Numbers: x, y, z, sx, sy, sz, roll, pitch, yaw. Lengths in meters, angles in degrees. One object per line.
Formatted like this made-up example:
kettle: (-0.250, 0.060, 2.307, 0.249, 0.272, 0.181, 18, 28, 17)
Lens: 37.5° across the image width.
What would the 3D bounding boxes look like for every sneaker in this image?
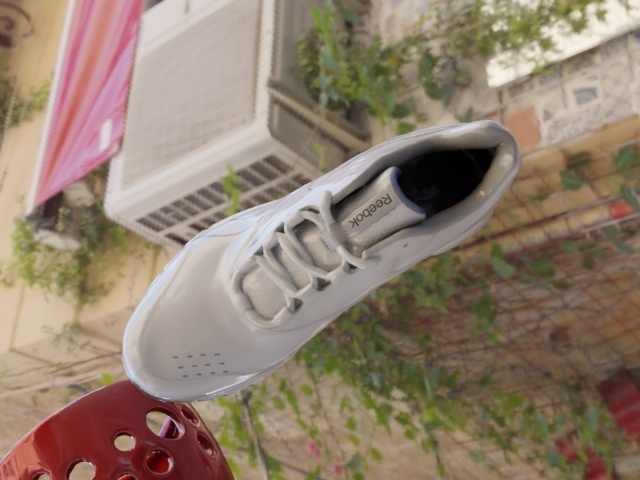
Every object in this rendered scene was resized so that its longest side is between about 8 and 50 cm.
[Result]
sneaker: (0.000, 0.000, 0.607, 0.111, 0.297, 0.129, 55, 169, 4)

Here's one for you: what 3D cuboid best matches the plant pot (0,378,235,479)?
plant pot: (-0.149, 0.234, 0.754, 0.174, 0.191, 0.191, 48, -158, 28)
